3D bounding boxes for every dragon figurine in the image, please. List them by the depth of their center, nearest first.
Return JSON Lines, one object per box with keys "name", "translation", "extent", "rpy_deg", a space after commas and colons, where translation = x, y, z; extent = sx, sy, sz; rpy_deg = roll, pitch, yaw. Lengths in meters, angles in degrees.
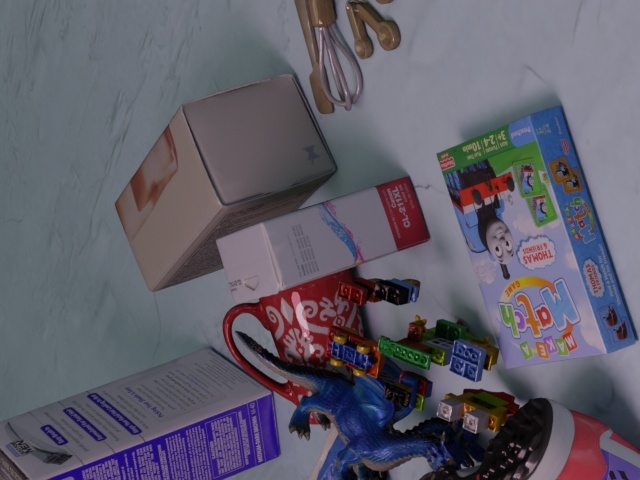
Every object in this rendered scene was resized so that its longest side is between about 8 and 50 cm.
{"name": "dragon figurine", "translation": [0.046, 0.164, 1.591], "extent": [0.144, 0.085, 0.289], "rpy_deg": [-49, 66, 20]}

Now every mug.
{"name": "mug", "translation": [-0.016, 0.112, 1.701], "extent": [0.150, 0.113, 0.169], "rpy_deg": [-12, 102, 25]}

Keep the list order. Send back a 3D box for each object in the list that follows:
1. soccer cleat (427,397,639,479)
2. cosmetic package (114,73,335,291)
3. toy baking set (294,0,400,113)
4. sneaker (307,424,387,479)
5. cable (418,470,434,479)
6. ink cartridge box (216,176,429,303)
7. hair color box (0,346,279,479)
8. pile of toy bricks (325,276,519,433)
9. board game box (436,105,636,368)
{"name": "soccer cleat", "translation": [0.175, 0.248, 1.407], "extent": [0.318, 0.116, 0.109], "rpy_deg": [127, 160, -51]}
{"name": "cosmetic package", "translation": [-0.119, -0.061, 1.763], "extent": [0.129, 0.153, 0.296], "rpy_deg": [66, 151, 10]}
{"name": "toy baking set", "translation": [0.005, -0.242, 1.556], "extent": [0.197, 0.030, 0.256], "rpy_deg": [64, 152, 17]}
{"name": "sneaker", "translation": [0.029, 0.289, 1.751], "extent": [0.084, 0.058, 0.152], "rpy_deg": [26, 96, 54]}
{"name": "cable", "translation": [0.089, 0.352, 1.694], "extent": [0.287, 0.072, 0.140], "rpy_deg": [125, 131, -58]}
{"name": "ink cartridge box", "translation": [0.000, 0.000, 1.547], "extent": [0.127, 0.175, 0.072], "rpy_deg": [-18, 90, 63]}
{"name": "hair color box", "translation": [-0.244, 0.263, 1.979], "extent": [0.185, 0.338, 0.110], "rpy_deg": [27, 128, 54]}
{"name": "pile of toy bricks", "translation": [0.112, 0.101, 1.482], "extent": [0.212, 0.105, 0.118], "rpy_deg": [21, 110, 39]}
{"name": "board game box", "translation": [0.187, 0.003, 1.350], "extent": [0.160, 0.039, 0.212], "rpy_deg": [-20, 88, 63]}
